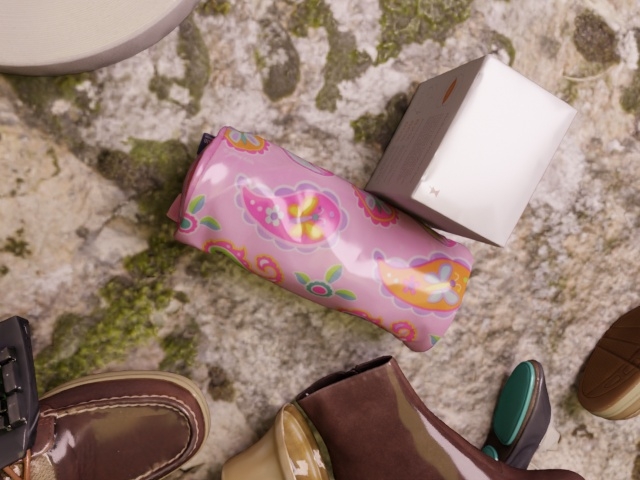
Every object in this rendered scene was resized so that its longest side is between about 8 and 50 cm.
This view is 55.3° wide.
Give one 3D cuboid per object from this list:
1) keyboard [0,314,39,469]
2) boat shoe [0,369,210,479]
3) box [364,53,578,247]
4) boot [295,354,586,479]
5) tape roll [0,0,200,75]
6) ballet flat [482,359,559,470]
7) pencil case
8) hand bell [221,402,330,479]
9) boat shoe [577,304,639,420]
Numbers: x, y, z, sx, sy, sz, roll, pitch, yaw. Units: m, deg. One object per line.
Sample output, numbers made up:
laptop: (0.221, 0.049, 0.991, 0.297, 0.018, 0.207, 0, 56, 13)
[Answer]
keyboard: (-0.379, 0.140, 0.482, 0.317, 0.033, 0.201, -25, 55, -3)
boat shoe: (-0.262, 0.204, 0.509, 0.342, 0.123, 0.123, -11, 99, -8)
box: (0.125, -0.078, 0.559, 0.091, 0.170, 0.130, 28, 93, -11)
boot: (0.113, 0.207, 0.595, 0.249, 0.090, 0.206, -23, 98, 27)
tape roll: (-0.257, -0.339, 0.519, 0.392, 0.072, 0.391, -1, 97, -8)
ballet flat: (0.213, 0.226, 0.663, 0.074, 0.074, 0.203, 19, 100, -11)
pencil case: (0.000, 0.000, 0.581, 0.284, 0.124, 0.124, 25, 92, -10)
hand bell: (-0.120, 0.265, 0.611, 0.242, 0.126, 0.126, -23, 100, 6)
boat shoe: (0.402, 0.099, 0.659, 0.285, 0.104, 0.089, -43, 98, -2)
